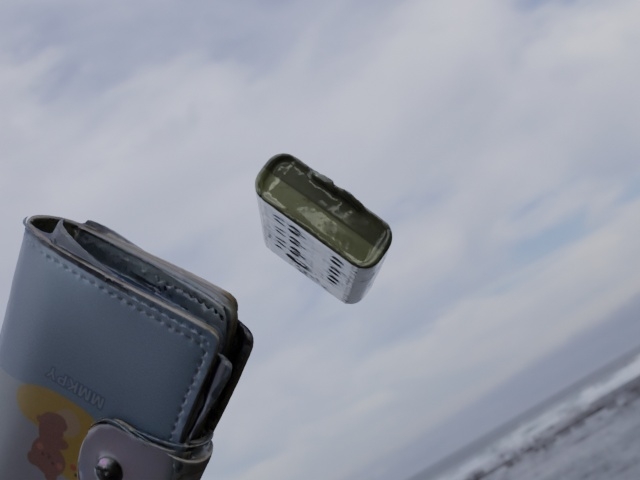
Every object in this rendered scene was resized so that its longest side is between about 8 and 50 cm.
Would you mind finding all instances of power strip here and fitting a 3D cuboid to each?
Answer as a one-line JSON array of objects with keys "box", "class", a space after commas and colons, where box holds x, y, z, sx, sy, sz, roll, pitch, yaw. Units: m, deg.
[{"box": [0.000, 0.000, 0.906, 0.034, 0.092, 0.268, -54, -4, -7], "class": "power strip"}]

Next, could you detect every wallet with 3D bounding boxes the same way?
[{"box": [-0.140, 0.113, 0.826, 0.069, 0.170, 0.231, -24, -41, -59], "class": "wallet"}]
